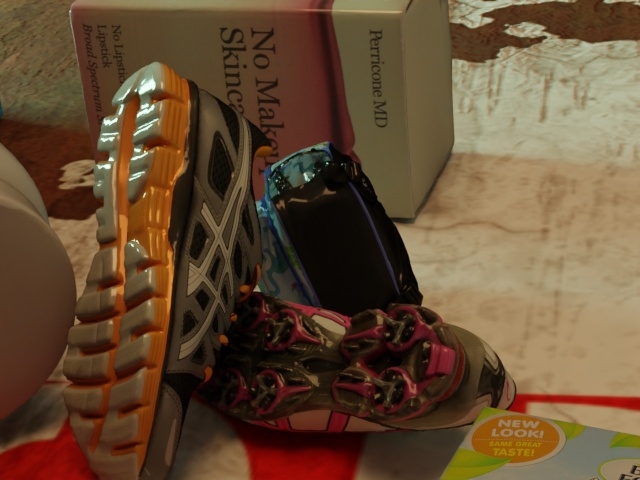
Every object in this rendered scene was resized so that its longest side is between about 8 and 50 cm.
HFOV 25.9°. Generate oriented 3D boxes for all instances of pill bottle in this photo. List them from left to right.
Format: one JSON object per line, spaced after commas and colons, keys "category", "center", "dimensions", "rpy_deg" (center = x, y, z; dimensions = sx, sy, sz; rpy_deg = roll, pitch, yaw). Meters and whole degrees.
{"category": "pill bottle", "center": [-0.249, -0.010, 0.785], "dimensions": [0.161, 0.161, 0.283], "rpy_deg": [-18, 30, -24]}

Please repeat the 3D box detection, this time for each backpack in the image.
{"category": "backpack", "center": [0.000, 0.000, 0.785], "dimensions": [0.084, 0.105, 0.114], "rpy_deg": [-25, 17, 6]}

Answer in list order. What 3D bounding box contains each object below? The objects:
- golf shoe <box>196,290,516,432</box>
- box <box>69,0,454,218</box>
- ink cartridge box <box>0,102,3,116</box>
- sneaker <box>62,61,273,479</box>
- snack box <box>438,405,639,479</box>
{"category": "golf shoe", "center": [0.010, 0.070, 0.706], "dimensions": [0.186, 0.068, 0.086], "rpy_deg": [4, -17, 42]}
{"category": "box", "center": [-0.034, -0.111, 0.958], "dimensions": [0.232, 0.149, 0.127], "rpy_deg": [4, 28, 18]}
{"category": "ink cartridge box", "center": [-0.349, -0.115, 1.038], "dimensions": [0.078, 0.134, 0.231], "rpy_deg": [10, 31, 26]}
{"category": "sneaker", "center": [-0.069, 0.021, 0.689], "dimensions": [0.083, 0.215, 0.084], "rpy_deg": [17, -16, -36]}
{"category": "snack box", "center": [0.106, 0.153, 0.500], "dimensions": [0.174, 0.070, 0.207], "rpy_deg": [7, 28, 24]}
